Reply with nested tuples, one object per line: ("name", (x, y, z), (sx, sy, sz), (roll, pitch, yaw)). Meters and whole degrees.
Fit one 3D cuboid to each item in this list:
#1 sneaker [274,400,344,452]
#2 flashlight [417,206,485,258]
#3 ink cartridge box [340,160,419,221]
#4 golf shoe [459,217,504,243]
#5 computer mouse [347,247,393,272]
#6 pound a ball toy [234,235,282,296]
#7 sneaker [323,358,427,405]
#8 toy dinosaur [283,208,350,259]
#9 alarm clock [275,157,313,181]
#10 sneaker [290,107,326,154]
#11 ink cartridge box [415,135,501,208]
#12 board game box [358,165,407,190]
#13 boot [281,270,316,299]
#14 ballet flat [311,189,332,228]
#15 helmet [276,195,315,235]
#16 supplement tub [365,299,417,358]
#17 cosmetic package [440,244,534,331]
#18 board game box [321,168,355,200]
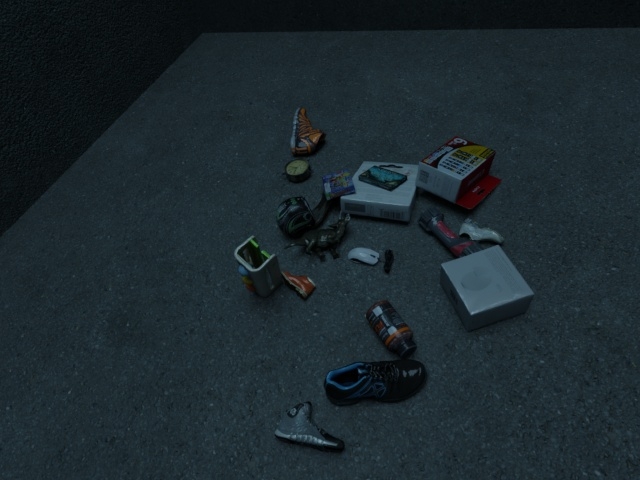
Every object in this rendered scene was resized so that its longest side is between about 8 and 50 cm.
("sneaker", (-0.026, 0.583, 1.271), (0.229, 0.086, 0.132), (4, 51, 17))
("flashlight", (0.526, -0.023, 1.606), (0.103, 0.103, 0.304), (-8, 45, -27))
("ink cartridge box", (0.295, -0.243, 1.863), (0.309, 0.091, 0.385), (8, 38, 20))
("golf shoe", (0.644, -0.015, 1.606), (0.176, 0.069, 0.086), (30, 84, 34))
("computer mouse", (0.202, 0.067, 1.645), (0.193, 0.042, 0.106), (10, 57, 20))
("pound a ball toy", (-0.276, 0.104, 1.582), (0.208, 0.319, 0.136), (39, 69, 18))
("sneaker", (0.178, 0.451, 1.289), (0.341, 0.139, 0.125), (-14, 48, 0))
("toy dinosaur", (0.000, 0.000, 1.719), (0.314, 0.121, 0.160), (-20, 39, 3))
("alarm clock", (-0.134, -0.352, 2.035), (0.192, 0.064, 0.129), (-13, 51, 0))
("sneaker", (-0.057, -0.595, 2.186), (0.180, 0.124, 0.320), (0, 63, 8))
("ink cartridge box", (0.618, -0.302, 1.739), (0.272, 0.130, 0.309), (32, 52, 29))
("board game box", (0.284, -0.287, 1.826), (0.186, 0.026, 0.126), (26, 47, 36))
("boot", (-0.092, 0.166, 1.631), (0.158, 0.059, 0.085), (37, 65, 24))
("ballet flat", (0.010, -0.148, 1.855), (0.084, 0.058, 0.249), (6, 57, 33))
("helmet", (-0.118, -0.105, 1.765), (0.162, 0.169, 0.169), (-26, 51, 3))
("supplement tub", (0.252, 0.312, 1.402), (0.106, 0.106, 0.197), (-29, 52, -10))
("cosmetic package", (0.579, 0.167, 1.418), (0.225, 0.138, 0.224), (-19, 51, 0))
("board game box", (0.079, -0.260, 1.835), (0.136, 0.035, 0.201), (-16, 31, 6))
